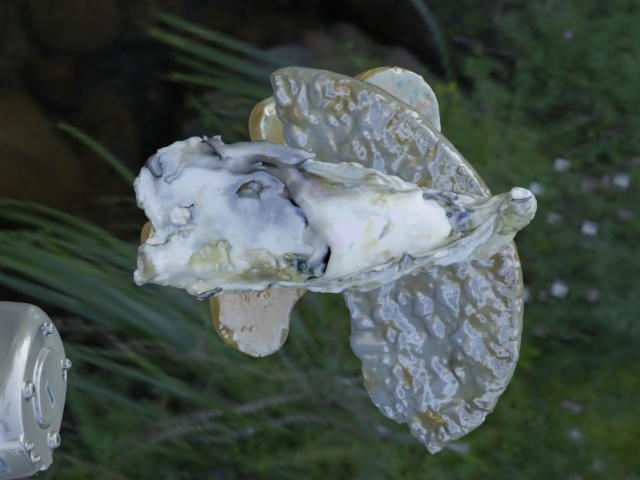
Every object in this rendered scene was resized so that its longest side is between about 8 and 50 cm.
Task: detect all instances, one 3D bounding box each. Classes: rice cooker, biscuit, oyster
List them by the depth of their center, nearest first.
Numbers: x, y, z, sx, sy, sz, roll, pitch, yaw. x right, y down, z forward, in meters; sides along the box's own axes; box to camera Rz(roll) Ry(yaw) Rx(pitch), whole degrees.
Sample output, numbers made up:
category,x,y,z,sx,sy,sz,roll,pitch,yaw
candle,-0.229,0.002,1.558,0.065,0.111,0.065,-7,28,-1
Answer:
category,x,y,z,sx,sy,sz,roll,pitch,yaw
oyster,-0.002,-0.001,0.987,0.061,0.200,0.106,71,37,-76
biscuit,0.067,0.010,1.311,0.038,0.141,0.290,-41,118,-53
biscuit,-0.007,-0.030,1.371,0.234,0.030,0.153,-46,117,-14
rice cooker,-0.314,0.149,1.883,0.206,0.127,0.145,-88,165,-45
